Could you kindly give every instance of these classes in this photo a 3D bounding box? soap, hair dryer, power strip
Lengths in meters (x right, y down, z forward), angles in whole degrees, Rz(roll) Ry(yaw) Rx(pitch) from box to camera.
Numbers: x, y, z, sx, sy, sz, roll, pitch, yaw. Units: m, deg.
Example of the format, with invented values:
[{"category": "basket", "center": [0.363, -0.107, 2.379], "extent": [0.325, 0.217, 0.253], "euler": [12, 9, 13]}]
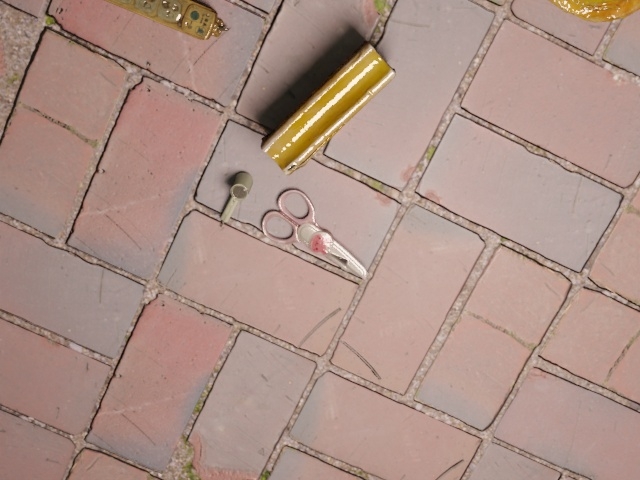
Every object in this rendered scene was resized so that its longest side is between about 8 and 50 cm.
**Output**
[{"category": "soap", "center": [0.016, -0.250, 1.616], "extent": [0.274, 0.173, 0.089], "euler": [-42, 99, 11]}, {"category": "hair dryer", "center": [-0.177, -0.074, 1.729], "extent": [0.037, 0.063, 0.124], "euler": [27, 116, -9]}, {"category": "power strip", "center": [-0.319, -0.453, 1.632], "extent": [0.305, 0.044, 0.064], "euler": [21, 103, -5]}]

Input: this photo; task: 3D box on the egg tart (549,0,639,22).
[{"category": "egg tart", "center": [0.513, -0.542, 1.567], "extent": [0.288, 0.118, 0.288], "euler": [1, 103, 5]}]

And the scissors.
[{"category": "scissors", "center": [0.000, 0.000, 1.756], "extent": [0.242, 0.030, 0.118], "euler": [36, 103, -4]}]
